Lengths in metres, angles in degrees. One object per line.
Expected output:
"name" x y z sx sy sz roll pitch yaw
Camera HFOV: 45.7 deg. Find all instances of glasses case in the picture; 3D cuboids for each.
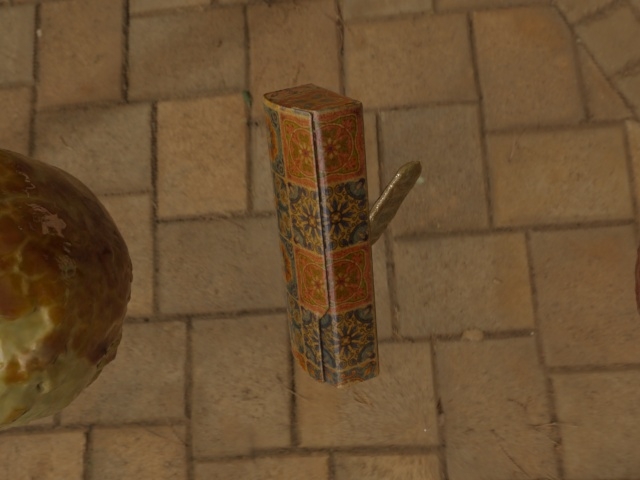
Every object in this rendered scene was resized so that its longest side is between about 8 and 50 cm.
"glasses case" 0.000 0.000 0.565 0.049 0.075 0.218 -16 117 -22

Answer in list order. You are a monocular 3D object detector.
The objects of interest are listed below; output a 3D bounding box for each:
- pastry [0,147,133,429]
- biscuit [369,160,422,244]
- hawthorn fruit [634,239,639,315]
"pastry" -0.416 0.047 0.955 0.312 0.388 0.388 -45 75 4
"biscuit" 0.093 -0.048 1.039 0.018 0.071 0.147 38 107 23
"hawthorn fruit" 0.371 0.052 0.436 0.285 0.369 0.284 -4 104 -14
